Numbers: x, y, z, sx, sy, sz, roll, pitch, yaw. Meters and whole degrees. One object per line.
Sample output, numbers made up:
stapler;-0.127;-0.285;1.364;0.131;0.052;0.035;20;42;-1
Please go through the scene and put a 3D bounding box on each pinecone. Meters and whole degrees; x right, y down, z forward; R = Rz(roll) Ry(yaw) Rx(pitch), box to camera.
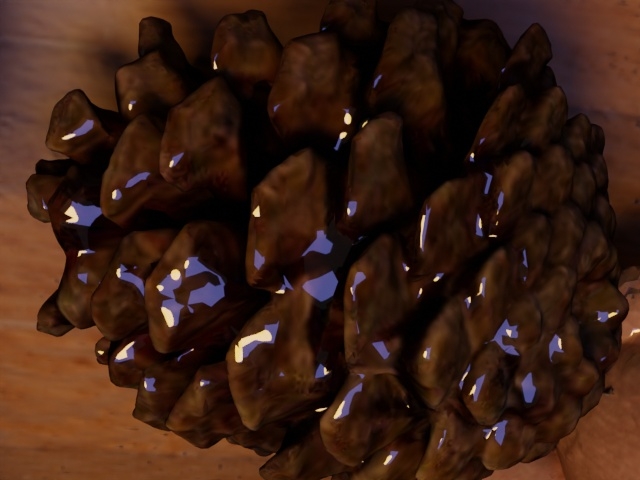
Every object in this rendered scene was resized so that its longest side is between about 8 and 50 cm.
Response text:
pinecone;0.004;0.003;0.426;0.205;0.179;0.184;5;149;35

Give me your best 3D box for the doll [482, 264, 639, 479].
doll;0.124;0.153;0.549;0.303;0.156;0.201;-44;75;32
